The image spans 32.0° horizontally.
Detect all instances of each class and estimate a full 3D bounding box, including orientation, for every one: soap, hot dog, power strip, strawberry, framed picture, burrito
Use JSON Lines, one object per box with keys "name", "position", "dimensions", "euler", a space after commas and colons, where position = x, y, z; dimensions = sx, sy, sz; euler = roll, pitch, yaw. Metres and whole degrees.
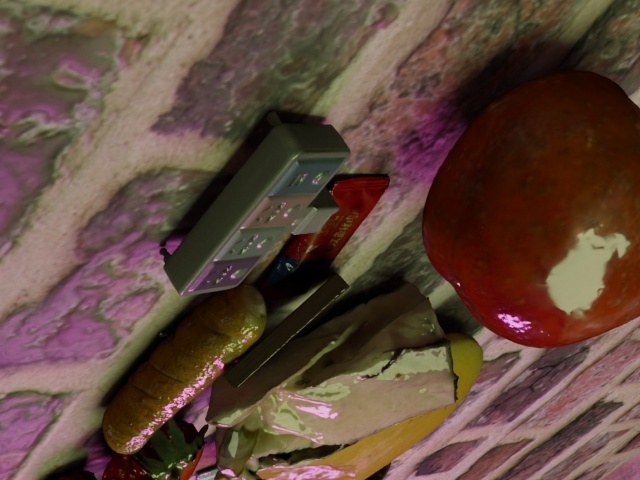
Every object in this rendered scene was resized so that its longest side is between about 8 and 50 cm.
{"name": "soap", "position": [0.061, 0.277, 1.647], "dimensions": [0.427, 0.115, 0.306], "euler": [-36, 152, 7]}
{"name": "hot dog", "position": [-0.162, 0.151, 1.268], "dimensions": [0.061, 0.088, 0.286], "euler": [13, 128, -43]}
{"name": "power strip", "position": [-0.049, -0.034, 1.100], "dimensions": [0.145, 0.061, 0.216], "euler": [-4, 145, -50]}
{"name": "strawberry", "position": [-0.223, 0.300, 1.452], "dimensions": [0.174, 0.098, 0.228], "euler": [-58, 178, -15]}
{"name": "framed picture", "position": [-0.036, 0.101, 1.273], "dimensions": [0.168, 0.023, 0.128], "euler": [-42, 177, -1]}
{"name": "burrito", "position": [0.006, 0.181, 1.418], "dimensions": [0.331, 0.135, 0.190], "euler": [-21, 144, -10]}

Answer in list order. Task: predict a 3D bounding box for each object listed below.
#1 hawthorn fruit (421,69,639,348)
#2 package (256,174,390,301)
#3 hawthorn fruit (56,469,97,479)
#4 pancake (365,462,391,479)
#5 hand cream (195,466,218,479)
{"name": "hawthorn fruit", "position": [0.247, -0.025, 1.154], "dimensions": [0.284, 0.284, 0.284], "euler": [-22, 152, -13]}
{"name": "package", "position": [0.000, 0.000, 1.230], "dimensions": [0.083, 0.022, 0.200], "euler": [-3, 141, -40]}
{"name": "hawthorn fruit", "position": [-0.315, 0.336, 1.441], "dimensions": [0.081, 0.081, 0.093], "euler": [2, 129, -45]}
{"name": "pancake", "position": [0.038, 0.387, 1.796], "dimensions": [0.184, 0.020, 0.190], "euler": [-29, -165, 12]}
{"name": "hand cream", "position": [-0.162, 0.423, 1.779], "dimensions": [0.079, 0.050, 0.275], "euler": [-44, 159, -34]}
